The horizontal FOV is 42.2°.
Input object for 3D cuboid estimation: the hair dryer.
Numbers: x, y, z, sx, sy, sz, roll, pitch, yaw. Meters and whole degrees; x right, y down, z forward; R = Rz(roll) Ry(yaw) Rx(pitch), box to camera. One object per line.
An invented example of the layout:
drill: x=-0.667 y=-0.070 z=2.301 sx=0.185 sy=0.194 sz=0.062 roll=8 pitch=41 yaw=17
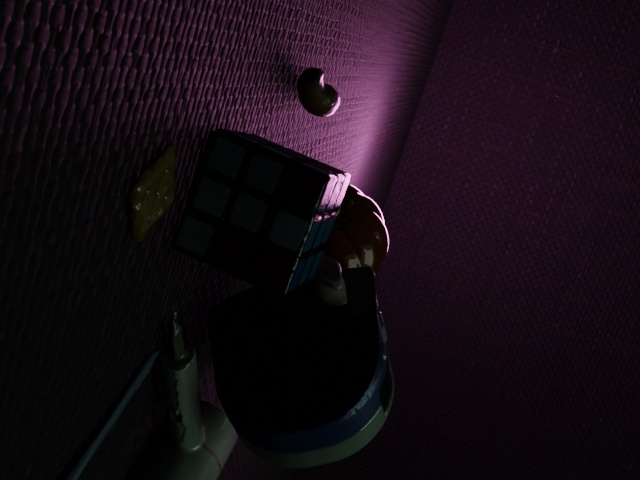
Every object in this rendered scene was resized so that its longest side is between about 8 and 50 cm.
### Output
hair dryer: x=-0.201 y=0.237 z=1.164 sx=0.173 sy=0.107 sz=0.357 roll=-62 pitch=159 yaw=-48

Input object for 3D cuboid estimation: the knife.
knife: x=-0.263 y=0.238 z=0.984 sx=0.313 sy=0.019 sz=0.044 roll=-61 pitch=175 yaw=-46

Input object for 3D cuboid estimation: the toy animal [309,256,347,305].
toy animal: x=-0.036 y=0.005 z=1.202 sx=0.124 sy=0.212 sz=0.124 roll=-59 pitch=170 yaw=-17

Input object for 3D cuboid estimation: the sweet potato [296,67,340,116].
sweet potato: x=0.002 y=-0.234 z=1.360 sx=0.249 sy=0.059 sz=0.069 roll=-17 pitch=90 yaw=-80

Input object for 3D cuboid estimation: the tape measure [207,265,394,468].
tape measure: x=-0.019 y=0.193 z=1.212 sx=0.138 sy=0.259 sz=0.262 roll=71 pitch=7 yaw=-53

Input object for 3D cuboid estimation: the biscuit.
biscuit: x=-0.175 y=-0.050 z=0.870 sx=0.083 sy=0.018 sz=0.081 roll=-61 pitch=166 yaw=-46

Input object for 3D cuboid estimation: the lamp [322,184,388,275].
lamp: x=0.000 y=0.000 z=1.350 sx=0.196 sy=0.223 sz=0.223 roll=83 pitch=27 yaw=-47

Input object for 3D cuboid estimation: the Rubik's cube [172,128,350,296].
Rubik's cube: x=-0.071 y=-0.039 z=1.054 sx=0.160 sy=0.163 sz=0.162 roll=-23 pitch=136 yaw=-76
